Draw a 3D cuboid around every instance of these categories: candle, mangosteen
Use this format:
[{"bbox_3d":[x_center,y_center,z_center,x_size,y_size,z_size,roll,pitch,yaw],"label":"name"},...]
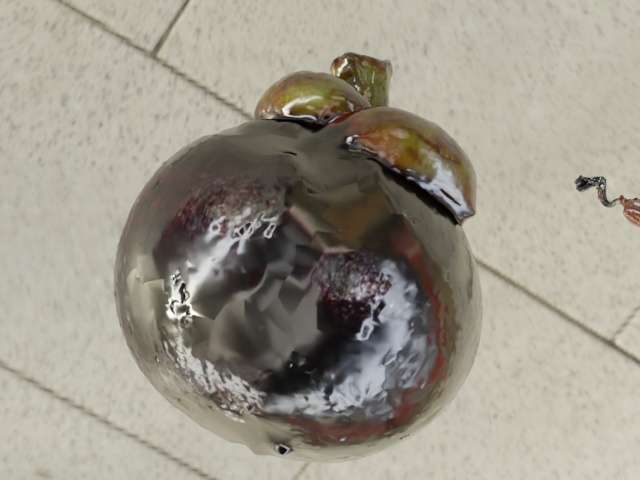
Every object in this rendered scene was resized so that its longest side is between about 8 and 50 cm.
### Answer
[{"bbox_3d":[0.252,-0.002,0.958,0.167,0.021,0.026,37,149,21],"label":"candle"},{"bbox_3d":[0.000,0.000,0.778,0.211,0.211,0.250,27,68,-13],"label":"mangosteen"}]
